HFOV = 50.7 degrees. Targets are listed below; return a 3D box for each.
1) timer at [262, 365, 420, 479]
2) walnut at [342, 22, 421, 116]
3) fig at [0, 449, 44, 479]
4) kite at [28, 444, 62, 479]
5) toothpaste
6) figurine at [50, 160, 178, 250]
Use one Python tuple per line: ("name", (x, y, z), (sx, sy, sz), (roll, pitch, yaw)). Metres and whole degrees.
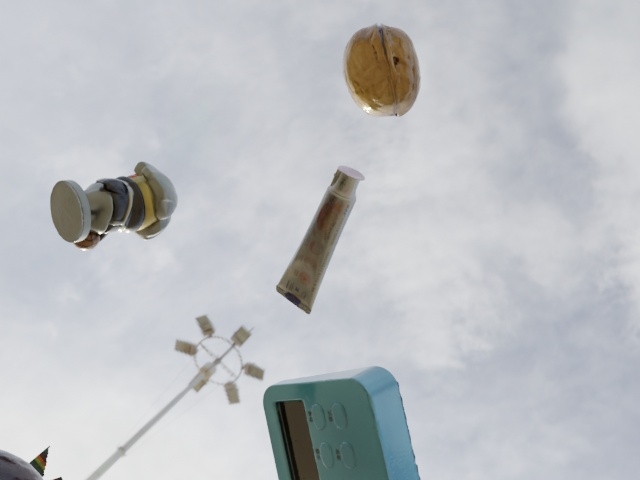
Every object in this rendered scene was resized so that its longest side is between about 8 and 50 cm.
("timer", (0.015, 0.327, 1.050), (0.249, 0.091, 0.232), (-17, -96, 34))
("walnut", (0.113, -0.320, 1.270), (0.144, 0.144, 0.180), (-7, -88, 21))
("fig", (-0.431, 0.347, 0.774), (0.235, 0.235, 0.215), (29, -60, 8))
("kite", (-0.459, 0.393, 1.081), (0.004, 0.090, 0.122), (-18, -107, 57))
("toothpaste", (0.000, 0.000, 1.405), (0.100, 0.066, 0.323), (34, -66, 20))
("figurine", (-0.398, -0.062, 1.337), (0.133, 0.236, 0.176), (50, -51, 21))
